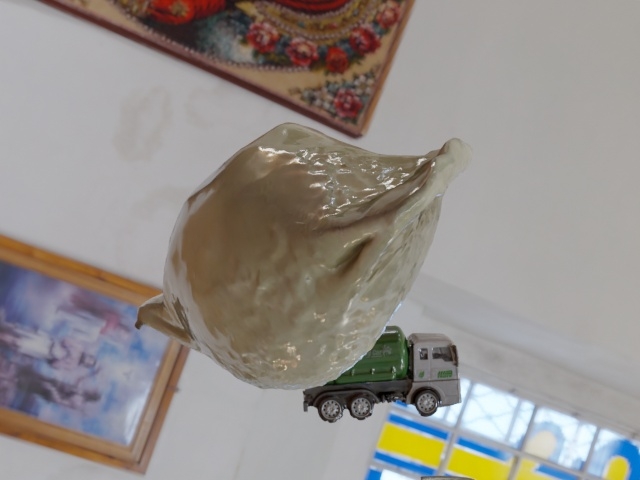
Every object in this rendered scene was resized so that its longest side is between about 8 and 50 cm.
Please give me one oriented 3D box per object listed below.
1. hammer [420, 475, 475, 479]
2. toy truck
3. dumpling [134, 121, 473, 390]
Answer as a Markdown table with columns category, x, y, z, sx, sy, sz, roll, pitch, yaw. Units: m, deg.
| category | x | y | z | sx | sy | sz | roll | pitch | yaw |
| --- | --- | --- | --- | --- | --- | --- | --- | --- | --- |
| hammer | 0.143 | 0.350 | 0.930 | 0.028 | 0.060 | 0.195 | 18 | 68 | -79 |
| toy truck | 0.074 | 0.182 | 1.230 | 0.101 | 0.242 | 0.125 | -132 | -141 | -88 |
| dumpling | 0.003 | -0.001 | 0.464 | 0.166 | 0.126 | 0.216 | -31 | 159 | -41 |
